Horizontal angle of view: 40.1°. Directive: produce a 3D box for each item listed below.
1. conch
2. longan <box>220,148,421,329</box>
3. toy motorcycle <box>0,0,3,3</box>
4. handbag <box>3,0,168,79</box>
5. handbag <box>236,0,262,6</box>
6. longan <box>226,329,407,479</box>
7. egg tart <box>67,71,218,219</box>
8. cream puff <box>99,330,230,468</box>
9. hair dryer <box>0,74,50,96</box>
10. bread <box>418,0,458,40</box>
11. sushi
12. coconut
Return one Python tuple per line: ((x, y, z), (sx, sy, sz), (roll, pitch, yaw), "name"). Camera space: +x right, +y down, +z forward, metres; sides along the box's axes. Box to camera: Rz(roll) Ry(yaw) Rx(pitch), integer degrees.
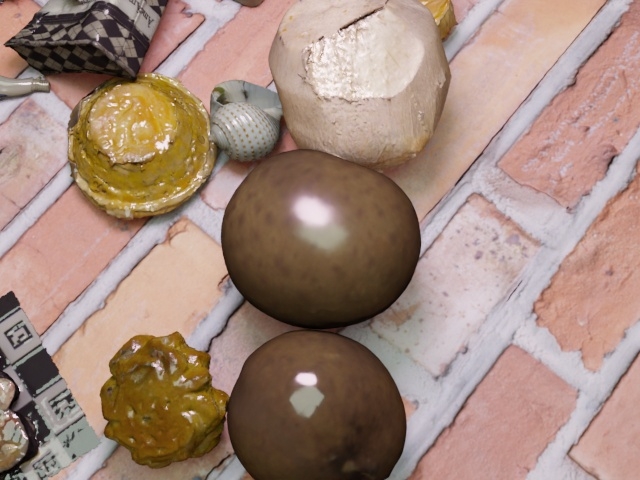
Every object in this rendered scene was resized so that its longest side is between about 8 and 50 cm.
((-0.150, -0.236, 1.803), (0.200, 0.131, 0.172), (-9, 41, -43), "conch")
((0.000, 0.000, 1.594), (0.360, 0.361, 0.361), (0, 71, 1), "longan")
((-0.742, -0.601, 1.958), (0.229, 0.094, 0.130), (3, 66, 15), "toy motorcycle")
((-0.462, -0.546, 1.863), (0.316, 0.180, 0.416), (7, 70, 35), "handbag")
((-0.193, -0.662, 1.959), (0.256, 0.079, 0.219), (29, 79, 4), "handbag")
((-0.006, 0.306, 1.530), (0.318, 0.319, 0.319), (0, 71, 1), "longan")
((-0.374, -0.213, 1.796), (0.341, 0.132, 0.342), (0, 70, 1), "egg tart")
((-0.281, 0.290, 1.588), (0.244, 0.196, 0.244), (-10, 66, 23), "cream puff")
((-0.765, -0.270, 1.849), (0.298, 0.119, 0.296), (23, 79, -5), "hair dryer")
((0.176, -0.513, 1.888), (0.179, 0.133, 0.250), (-37, 70, -11), "bread")
((-0.638, 0.304, 1.639), (0.296, 0.100, 0.373), (-33, 74, -10), "sushi")
((0.084, -0.303, 1.713), (0.346, 0.360, 0.346), (-14, 42, 13), "coconut")
